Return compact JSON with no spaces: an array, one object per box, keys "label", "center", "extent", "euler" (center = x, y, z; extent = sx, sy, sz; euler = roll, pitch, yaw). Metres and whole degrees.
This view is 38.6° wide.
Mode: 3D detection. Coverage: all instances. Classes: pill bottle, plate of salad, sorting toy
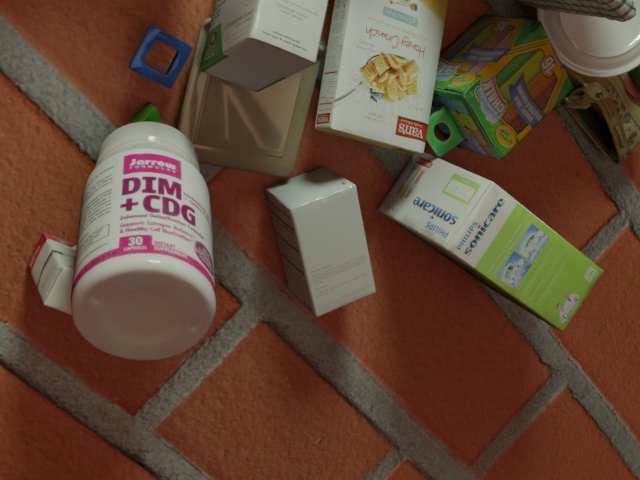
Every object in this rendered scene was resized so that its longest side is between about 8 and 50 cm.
[{"label":"pill bottle","center":[-0.211,-0.010,1.107],"extent":[0.160,0.283,0.160],"euler":[-5,133,-6]},{"label":"plate of salad","center":[0.418,-0.343,1.369],"extent":[0.199,0.048,0.200],"euler":[0,94,-5]},{"label":"sorting toy","center":[-0.101,-0.193,1.251],"extent":[0.347,0.047,0.196],"euler":[8,109,-29]}]

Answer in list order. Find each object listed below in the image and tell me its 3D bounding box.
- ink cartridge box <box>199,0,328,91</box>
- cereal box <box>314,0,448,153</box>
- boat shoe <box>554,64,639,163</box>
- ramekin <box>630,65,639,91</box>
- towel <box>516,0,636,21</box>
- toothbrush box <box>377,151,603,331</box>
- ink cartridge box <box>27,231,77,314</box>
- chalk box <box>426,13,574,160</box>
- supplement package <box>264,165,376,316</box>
[{"label":"ink cartridge box","center":[-0.058,-0.312,1.119],"extent":[0.092,0.160,0.219],"euler":[17,77,-28]},{"label":"cereal box","center":[0.088,-0.253,1.277],"extent":[0.173,0.047,0.240],"euler":[9,88,-36]},{"label":"boat shoe","center":[0.436,-0.222,1.472],"extent":[0.285,0.104,0.089],"euler":[31,91,-33]},{"label":"ramekin","center":[0.674,-0.351,1.516],"extent":[0.303,0.148,0.303],"euler":[-9,112,-23]},{"label":"towel","center":[0.283,-0.414,1.219],"extent":[0.235,0.283,0.121],"euler":[26,95,-33]},{"label":"toothbrush box","center":[0.260,-0.001,1.407],"extent":[0.283,0.206,0.122],"euler":[31,93,-31]},{"label":"ink cartridge box","center":[-0.314,0.051,1.180],"extent":[0.099,0.135,0.056],"euler":[26,97,-31]},{"label":"chalk box","center":[0.239,-0.214,1.352],"extent":[0.213,0.132,0.132],"euler":[-45,122,-10]},{"label":"supplement package","center":[0.000,0.000,1.336],"extent":[0.105,0.105,0.179],"euler":[-21,117,-18]}]
